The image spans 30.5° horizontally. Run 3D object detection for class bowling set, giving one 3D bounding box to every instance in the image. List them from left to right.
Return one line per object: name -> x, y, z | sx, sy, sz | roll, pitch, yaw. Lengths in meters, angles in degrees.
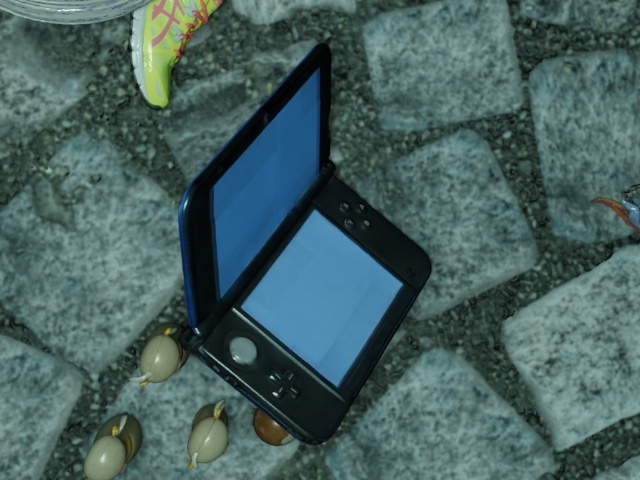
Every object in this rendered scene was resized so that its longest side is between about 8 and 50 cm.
bowling set -> -0.102, 0.145, 1.211 | 0.200, 0.154, 0.287 | 22, 90, -3

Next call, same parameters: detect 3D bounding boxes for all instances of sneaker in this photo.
sneaker -> -0.152, -0.240, 1.242 | 0.094, 0.081, 0.208 | 5, 90, -5

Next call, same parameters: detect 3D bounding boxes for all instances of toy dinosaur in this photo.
toy dinosaur -> 0.358, -0.021, 1.303 | 0.090, 0.047, 0.082 | -13, 102, 30

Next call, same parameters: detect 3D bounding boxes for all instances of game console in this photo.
game console -> 0.000, 0.000, 1.137 | 0.250, 0.173, 0.293 | 40, 48, -4

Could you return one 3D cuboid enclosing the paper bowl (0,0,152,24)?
paper bowl -> -0.249, -0.368, 1.146 | 0.284, 0.148, 0.284 | 2, 73, -7
